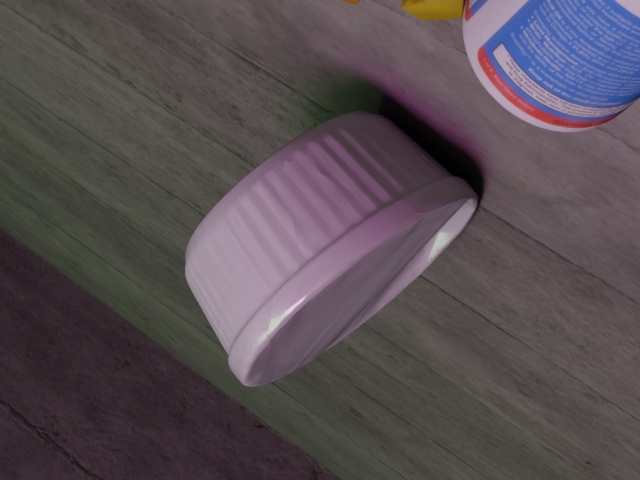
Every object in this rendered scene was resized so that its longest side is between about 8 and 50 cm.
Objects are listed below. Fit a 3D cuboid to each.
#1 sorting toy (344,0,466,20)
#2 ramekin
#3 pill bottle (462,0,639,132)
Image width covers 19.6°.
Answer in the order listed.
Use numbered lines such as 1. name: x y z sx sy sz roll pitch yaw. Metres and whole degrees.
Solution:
1. sorting toy: 0.072 -0.210 1.191 0.229 0.041 0.307 17 159 6
2. ramekin: 0.000 0.000 1.657 0.127 0.273 0.273 51 165 13
3. pill bottle: 0.179 -0.158 1.051 0.124 0.124 0.221 43 151 -2
